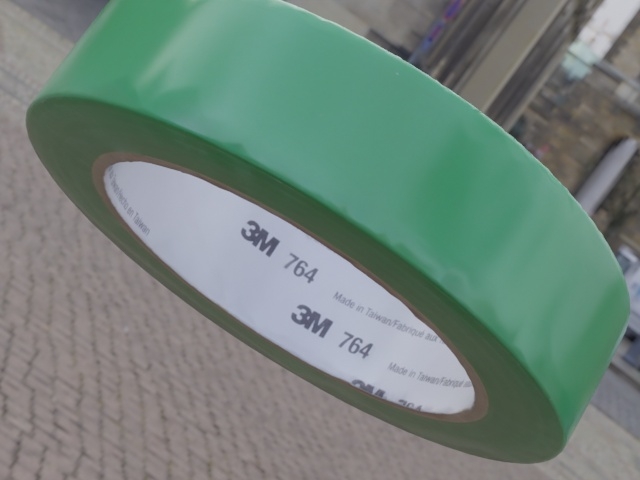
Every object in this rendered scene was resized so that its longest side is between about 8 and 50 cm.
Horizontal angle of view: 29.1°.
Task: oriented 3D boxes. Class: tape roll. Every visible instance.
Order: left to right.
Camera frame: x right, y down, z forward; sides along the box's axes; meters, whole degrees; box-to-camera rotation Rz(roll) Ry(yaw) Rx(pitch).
[{"bbox_3d":[0.000,0.000,0.649,0.321,0.077,0.321,29,-18,10],"label":"tape roll"}]
